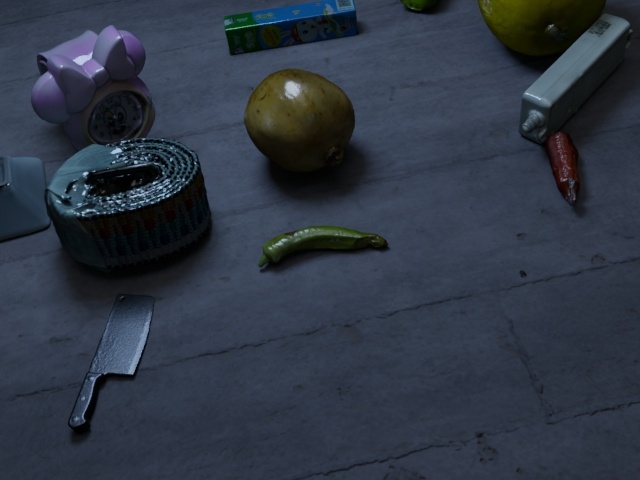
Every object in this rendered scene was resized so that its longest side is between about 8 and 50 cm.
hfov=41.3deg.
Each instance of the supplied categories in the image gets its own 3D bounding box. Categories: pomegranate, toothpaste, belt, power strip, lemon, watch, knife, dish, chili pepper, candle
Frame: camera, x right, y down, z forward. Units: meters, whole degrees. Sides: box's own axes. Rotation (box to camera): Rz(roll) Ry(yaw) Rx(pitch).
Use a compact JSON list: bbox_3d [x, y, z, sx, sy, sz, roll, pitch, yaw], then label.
[{"bbox_3d":[-0.029,-0.194,1.427,0.196,0.196,0.196,-4,48,4],"label":"pomegranate"},{"bbox_3d":[-0.058,-0.433,1.717,0.266,0.065,0.050,-9,51,-1],"label":"toothpaste"},{"bbox_3d":[-0.311,-0.064,1.366,0.257,0.150,0.207,-10,40,-3],"label":"belt"},{"bbox_3d":[0.443,-0.282,1.492,0.058,0.098,0.338,31,59,28],"label":"power strip"},{"bbox_3d":[0.412,-0.453,1.561,0.240,0.240,0.219,-8,56,0],"label":"lemon"},{"bbox_3d":[-0.422,-0.271,1.500,0.210,0.248,0.217,-34,50,-20],"label":"watch"},{"bbox_3d":[-0.299,0.172,1.241,0.072,0.019,0.245,3,47,9],"label":"knife"},{"bbox_3d":[-0.600,-0.075,1.461,0.243,0.080,0.182,-16,48,-8],"label":"dish"},{"bbox_3d":[0.000,-0.001,1.340,0.208,0.043,0.049,-10,35,-2],"label":"chili pepper"},{"bbox_3d":[0.403,-0.118,1.385,0.053,0.048,0.162,10,48,-9],"label":"candle"}]

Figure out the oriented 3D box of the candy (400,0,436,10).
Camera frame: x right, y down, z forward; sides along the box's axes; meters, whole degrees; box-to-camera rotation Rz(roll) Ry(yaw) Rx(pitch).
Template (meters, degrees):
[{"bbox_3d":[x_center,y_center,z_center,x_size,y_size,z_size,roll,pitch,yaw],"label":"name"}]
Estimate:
[{"bbox_3d":[0.224,-0.565,1.782,0.096,0.097,0.209,11,45,17],"label":"candy"}]
